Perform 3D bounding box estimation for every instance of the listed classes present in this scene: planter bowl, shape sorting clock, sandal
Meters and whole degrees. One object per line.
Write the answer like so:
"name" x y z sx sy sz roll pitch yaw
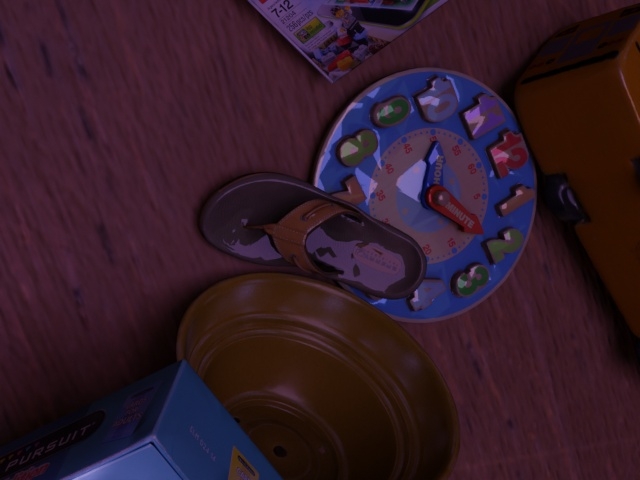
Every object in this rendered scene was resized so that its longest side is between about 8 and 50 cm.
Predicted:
"planter bowl" -0.015 0.130 0.857 0.217 0.217 0.090 7 132 -28
"shape sorting clock" 0.087 -0.035 0.949 0.206 0.040 0.206 -2 95 -28
"sandal" 0.000 0.000 0.882 0.180 0.049 0.072 20 98 -12

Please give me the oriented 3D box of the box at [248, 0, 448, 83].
"box" 0.048 -0.210 0.835 0.114 0.207 0.036 41 35 -24

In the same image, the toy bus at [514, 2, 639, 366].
"toy bus" 0.290 -0.022 1.006 0.332 0.108 0.130 56 48 -20

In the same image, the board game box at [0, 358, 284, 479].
"board game box" -0.096 0.264 0.774 0.254 0.079 0.336 -26 112 23
